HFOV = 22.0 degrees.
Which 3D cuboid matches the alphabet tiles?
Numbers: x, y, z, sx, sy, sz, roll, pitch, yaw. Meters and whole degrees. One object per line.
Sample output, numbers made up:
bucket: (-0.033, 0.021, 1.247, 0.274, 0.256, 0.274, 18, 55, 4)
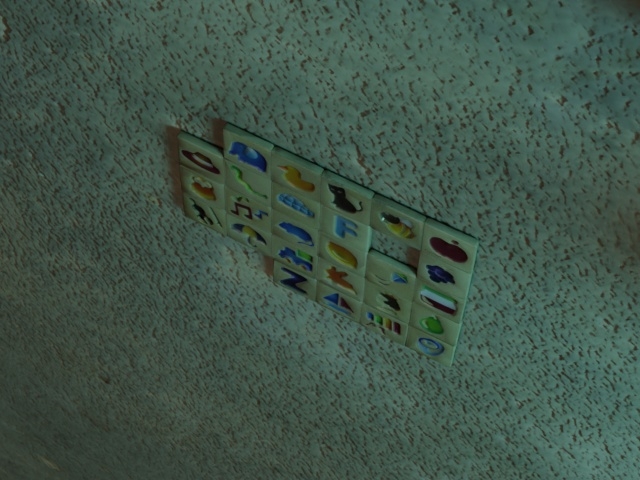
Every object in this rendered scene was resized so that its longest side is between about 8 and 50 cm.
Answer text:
alphabet tiles: (0.000, 0.000, 1.212, 0.237, 0.009, 0.198, 26, 154, 12)
